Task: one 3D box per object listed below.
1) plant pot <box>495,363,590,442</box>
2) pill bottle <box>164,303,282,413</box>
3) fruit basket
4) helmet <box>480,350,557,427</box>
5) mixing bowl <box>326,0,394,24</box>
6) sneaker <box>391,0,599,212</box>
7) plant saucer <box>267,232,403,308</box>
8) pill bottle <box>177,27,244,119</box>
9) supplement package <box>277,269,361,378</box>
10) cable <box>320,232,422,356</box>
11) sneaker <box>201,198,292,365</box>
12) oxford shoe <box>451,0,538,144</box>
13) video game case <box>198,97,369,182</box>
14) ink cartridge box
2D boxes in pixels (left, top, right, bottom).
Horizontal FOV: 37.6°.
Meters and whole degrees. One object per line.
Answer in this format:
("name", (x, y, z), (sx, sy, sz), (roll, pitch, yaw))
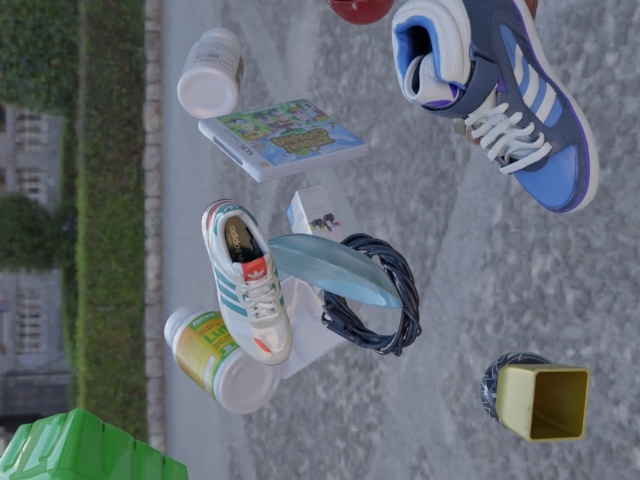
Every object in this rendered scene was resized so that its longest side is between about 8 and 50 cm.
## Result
("plant pot", (0.243, 0.177, 1.064), (0.083, 0.081, 0.081), (9, 95, 63))
("pill bottle", (-0.190, 0.209, 1.748), (0.246, 0.136, 0.136), (29, 119, 49))
("fruit basket", (-0.427, 0.532, 1.656), (0.283, 0.392, 0.392), (-20, 66, 30))
("helmet", (0.390, 0.290, 1.811), (0.169, 0.161, 0.169), (16, -90, -78))
("mixing bowl", (0.095, -0.542, 2.081), (0.181, 0.181, 0.098), (-110, -1, -45))
("sneaker", (0.195, -0.157, 1.149), (0.130, 0.236, 0.323), (-22, 90, 50))
("plant saucer", (0.013, 0.029, 1.129), (0.037, 0.195, 0.195), (-69, 15, -12))
("pill bottle", (-0.235, -0.375, 2.079), (0.229, 0.131, 0.131), (-87, 9, -52))
("supplement package", (-0.034, 0.131, 2.018), (0.177, 0.175, 0.293), (53, -162, -7))
("cable", (0.074, 0.075, 1.273), (0.184, 0.047, 0.150), (25, 104, 44))
("sneaker", (-0.064, 0.040, 0.843), (0.075, 0.057, 0.161), (-173, 65, -77))
("oxford shoe", (0.248, -0.308, 1.486), (0.140, 0.146, 0.397), (83, -156, -50))
("video game case", (-0.061, -0.169, 1.540), (0.193, 0.212, 0.023), (42, 136, 40))
("ink cartridge box", (0.000, 0.000, 1.770), (0.104, 0.061, 0.181), (120, 134, -64))
